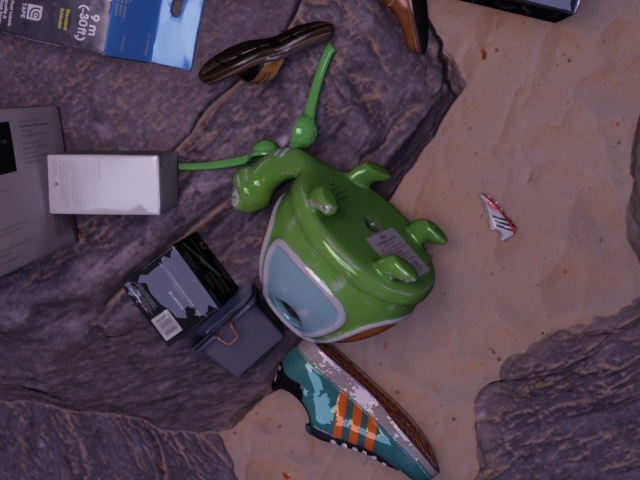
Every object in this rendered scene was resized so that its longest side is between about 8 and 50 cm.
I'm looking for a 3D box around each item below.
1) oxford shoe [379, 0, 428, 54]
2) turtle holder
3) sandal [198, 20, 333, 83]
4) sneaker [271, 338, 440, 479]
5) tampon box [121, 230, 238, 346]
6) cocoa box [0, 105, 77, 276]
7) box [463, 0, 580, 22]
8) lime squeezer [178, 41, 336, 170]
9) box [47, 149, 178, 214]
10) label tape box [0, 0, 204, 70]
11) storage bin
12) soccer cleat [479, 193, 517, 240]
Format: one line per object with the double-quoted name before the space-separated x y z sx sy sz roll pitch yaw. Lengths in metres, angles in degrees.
"oxford shoe" 0.110 -0.375 1.408 0.076 0.076 0.212 -10 113 25
"turtle holder" 0.002 0.013 1.397 0.320 0.243 0.227 33 121 -14
"sandal" -0.080 -0.276 1.447 0.219 0.090 0.060 -20 119 0
"sneaker" 0.053 0.287 1.506 0.302 0.108 0.121 44 100 5
"tampon box" -0.213 0.071 1.459 0.101 0.161 0.120 -36 93 9
"cocoa box" -0.531 -0.070 1.367 0.228 0.347 0.231 -5 99 6
"box" 0.269 -0.392 1.356 0.207 0.153 0.108 14 99 1
"lime squeezer" -0.076 -0.168 1.466 0.310 0.059 0.110 -37 95 10
"box" -0.316 -0.091 1.458 0.171 0.130 0.091 1 98 5
"label tape box" -0.345 -0.408 1.424 0.334 0.106 0.240 13 100 3
"storage bin" -0.126 0.150 1.505 0.135 0.098 0.091 -43 104 9
"soccer cleat" 0.271 -0.036 1.473 0.036 0.029 0.083 -40 99 5
